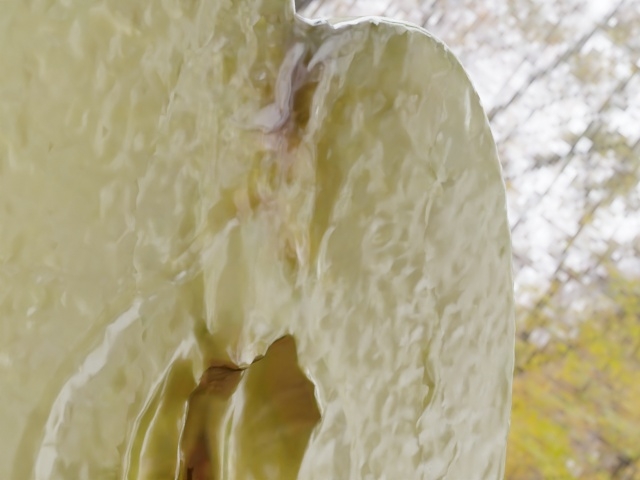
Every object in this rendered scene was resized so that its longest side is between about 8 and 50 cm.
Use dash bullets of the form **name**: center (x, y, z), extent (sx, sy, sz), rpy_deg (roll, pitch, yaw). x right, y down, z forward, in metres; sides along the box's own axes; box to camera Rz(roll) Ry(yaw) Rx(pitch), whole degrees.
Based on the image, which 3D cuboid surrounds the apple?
- **apple**: center (-0.062, 0.075, 0.598), extent (0.312, 0.360, 0.320), rpy_deg (11, -2, -7)
